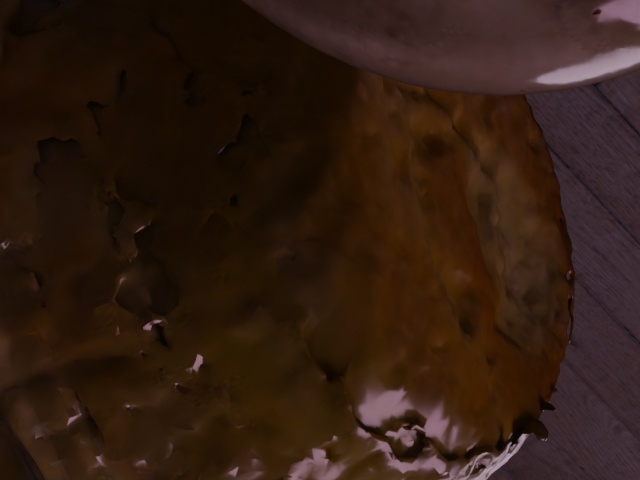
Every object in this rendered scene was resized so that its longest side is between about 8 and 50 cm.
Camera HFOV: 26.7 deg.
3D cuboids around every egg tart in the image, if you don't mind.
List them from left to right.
[{"bbox_3d":[0.000,0.000,0.680,0.178,0.443,0.443,-17,-166,34],"label":"egg tart"}]

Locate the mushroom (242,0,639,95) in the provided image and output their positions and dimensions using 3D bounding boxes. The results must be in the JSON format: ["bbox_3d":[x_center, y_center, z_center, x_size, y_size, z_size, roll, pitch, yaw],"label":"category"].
[{"bbox_3d":[0.054,-0.200,0.413,0.292,0.292,0.290,-43,162,2],"label":"mushroom"}]
